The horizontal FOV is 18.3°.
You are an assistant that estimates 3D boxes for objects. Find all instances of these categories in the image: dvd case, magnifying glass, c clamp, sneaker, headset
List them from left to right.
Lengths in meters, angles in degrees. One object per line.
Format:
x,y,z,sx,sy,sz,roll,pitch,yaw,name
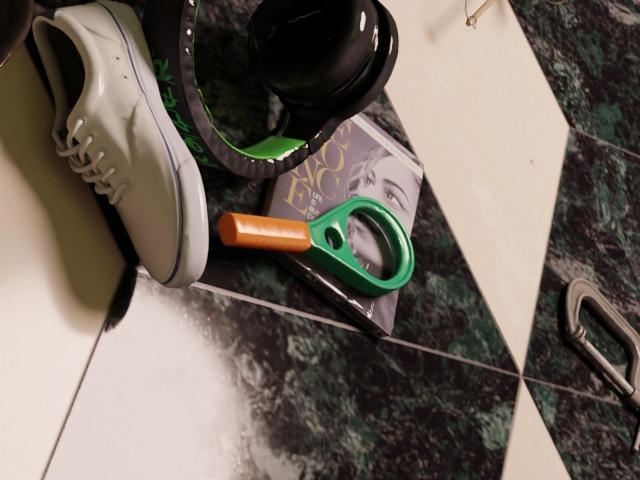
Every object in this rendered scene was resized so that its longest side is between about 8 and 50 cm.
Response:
-0.170,-0.075,1.607,0.091,0.094,0.258,-8,66,-36,sneaker
-0.035,-0.229,1.780,0.394,0.185,0.243,-48,133,-32,headset
0.000,0.000,1.765,0.231,0.026,0.092,8,63,-47,magnifying glass
0.022,-0.037,1.845,0.164,0.018,0.221,38,43,-26,dvd case
0.301,0.118,2.059,0.160,0.022,0.137,49,39,-16,c clamp

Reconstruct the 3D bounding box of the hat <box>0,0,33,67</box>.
-0.367,-0.139,1.349,0.331,0.134,0.331,11,43,-10,hat

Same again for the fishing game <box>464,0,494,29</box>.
0.091,-0.339,2.101,0.264,0.041,0.189,47,39,-5,fishing game

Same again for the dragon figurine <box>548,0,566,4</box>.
0.189,-0.382,2.199,0.144,0.085,0.289,20,52,-40,dragon figurine
